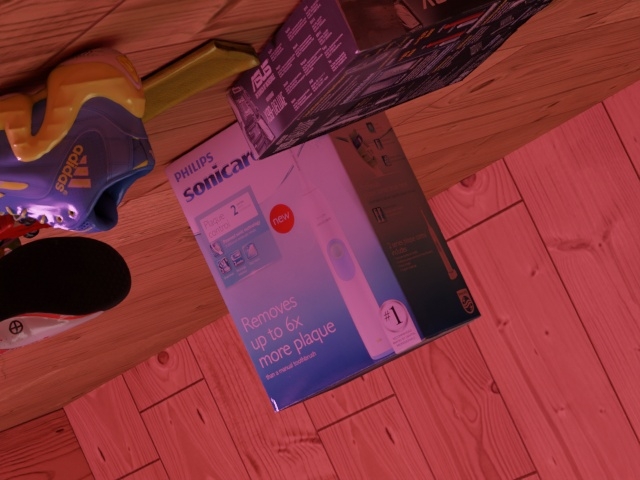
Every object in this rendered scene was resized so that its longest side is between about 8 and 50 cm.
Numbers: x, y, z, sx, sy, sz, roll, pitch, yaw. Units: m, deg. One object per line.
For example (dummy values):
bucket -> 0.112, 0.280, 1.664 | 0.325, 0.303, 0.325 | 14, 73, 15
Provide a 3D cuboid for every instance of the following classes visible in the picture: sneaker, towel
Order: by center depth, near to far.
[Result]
sneaker -> -0.229, -0.045, 1.381 | 0.240, 0.126, 0.091 | -28, 174, 21
towel -> -0.169, -0.110, 1.578 | 0.237, 0.021, 0.102 | -27, 175, 18
sneaker -> -0.325, 0.078, 1.783 | 0.270, 0.090, 0.145 | -21, 169, -40

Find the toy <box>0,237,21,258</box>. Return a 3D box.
toy -> -0.405, 0.040, 1.768 | 0.237, 0.056, 0.137 | -28, 172, -24

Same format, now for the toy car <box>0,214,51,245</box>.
toy car -> -0.324, -0.019, 1.589 | 0.239, 0.053, 0.225 | -24, 174, -15

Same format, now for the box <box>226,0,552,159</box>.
box -> 0.071, -0.186, 1.630 | 0.242, 0.076, 0.307 | -23, 174, -22

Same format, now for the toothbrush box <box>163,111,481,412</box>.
toothbrush box -> 0.000, 0.000, 1.918 | 0.216, 0.295, 0.126 | -28, 173, 34
